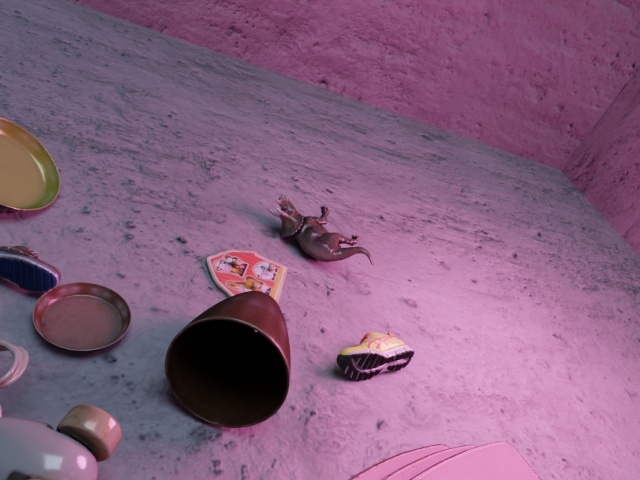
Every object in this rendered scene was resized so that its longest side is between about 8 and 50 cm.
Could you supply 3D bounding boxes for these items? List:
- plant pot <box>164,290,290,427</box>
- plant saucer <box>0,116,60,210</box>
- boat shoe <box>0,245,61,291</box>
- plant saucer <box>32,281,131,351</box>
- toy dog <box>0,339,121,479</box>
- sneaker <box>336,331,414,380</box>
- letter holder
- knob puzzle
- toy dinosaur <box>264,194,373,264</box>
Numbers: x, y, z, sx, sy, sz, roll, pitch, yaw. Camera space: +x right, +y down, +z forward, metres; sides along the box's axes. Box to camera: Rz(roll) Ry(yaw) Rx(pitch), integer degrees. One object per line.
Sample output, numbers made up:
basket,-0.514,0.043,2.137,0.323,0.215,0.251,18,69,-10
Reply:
plant pot,-0.145,0.190,0.982,0.215,0.215,0.230,25,20,-2
plant saucer,-0.691,-0.164,1.138,0.241,0.037,0.241,47,25,-30
boat shoe,-0.569,0.041,0.983,0.183,0.066,0.066,17,24,1
plant saucer,-0.443,0.146,0.972,0.168,0.029,0.168,19,34,-13
toy dog,-0.428,0.300,0.702,0.333,0.161,0.220,24,33,24
sneaker,0.110,0.250,1.170,0.208,0.082,0.094,5,31,-39
letter holder,0.210,0.438,0.907,0.301,0.152,0.214,-3,41,-37
knob puzzle,-0.179,0.075,1.247,0.213,0.030,0.213,18,34,-13
toy dinosaur,0.000,0.000,1.424,0.313,0.121,0.160,43,49,16
